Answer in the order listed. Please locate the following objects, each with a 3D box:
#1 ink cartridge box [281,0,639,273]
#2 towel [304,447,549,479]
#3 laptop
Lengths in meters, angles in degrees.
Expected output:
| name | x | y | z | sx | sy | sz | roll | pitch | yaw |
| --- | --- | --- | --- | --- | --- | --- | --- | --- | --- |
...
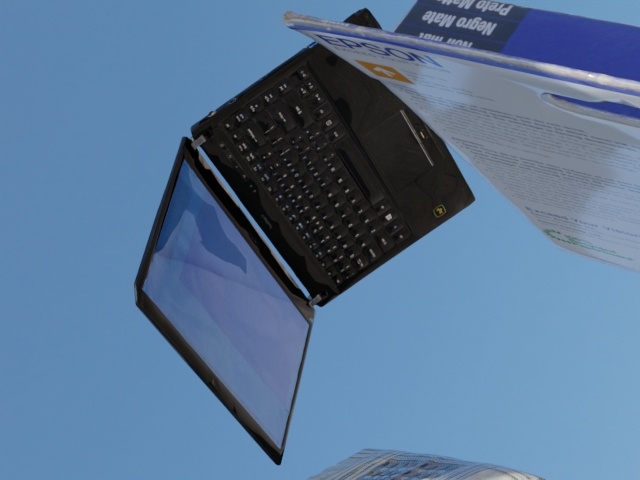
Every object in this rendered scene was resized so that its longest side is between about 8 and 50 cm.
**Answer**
| name | x | y | z | sx | sy | sz | roll | pitch | yaw |
| --- | --- | --- | --- | --- | --- | --- | --- | --- | --- |
| ink cartridge box | 0.134 | -0.024 | 0.444 | 0.224 | 0.223 | 0.045 | 32 | -102 | -54 |
| towel | -0.020 | 0.241 | 1.160 | 0.324 | 0.312 | 0.056 | -21 | -83 | -24 |
| laptop | 0.000 | 0.000 | 1.117 | 0.264 | 0.136 | 0.234 | -34 | -48 | 0 |
